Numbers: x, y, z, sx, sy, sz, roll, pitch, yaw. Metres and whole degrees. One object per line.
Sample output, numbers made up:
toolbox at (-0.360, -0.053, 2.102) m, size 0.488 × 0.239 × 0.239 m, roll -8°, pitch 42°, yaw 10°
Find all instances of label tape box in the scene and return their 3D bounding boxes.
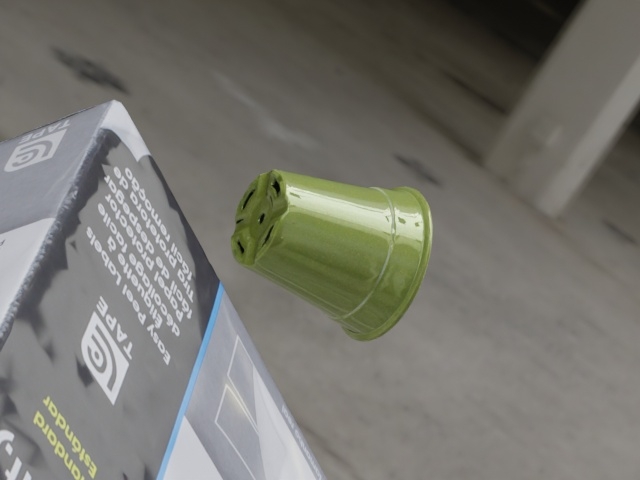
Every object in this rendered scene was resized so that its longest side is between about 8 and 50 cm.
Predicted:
label tape box at (-0.088, 0.144, 0.570) m, size 0.334 × 0.106 × 0.241 m, roll -75°, pitch 143°, yaw -57°

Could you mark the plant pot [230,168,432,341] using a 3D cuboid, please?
plant pot at (0.000, 0.000, 0.922) m, size 0.079 × 0.083 × 0.083 m, roll 20°, pitch 21°, yaw -28°
